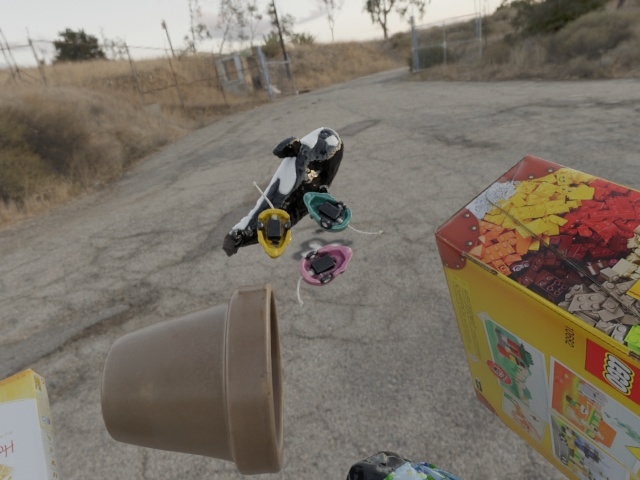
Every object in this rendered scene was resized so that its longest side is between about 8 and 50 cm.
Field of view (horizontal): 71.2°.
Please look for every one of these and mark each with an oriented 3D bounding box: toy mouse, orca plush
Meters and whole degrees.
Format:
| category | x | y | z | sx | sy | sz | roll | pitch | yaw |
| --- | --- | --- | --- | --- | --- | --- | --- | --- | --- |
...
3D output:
| category | x | y | z | sx | sy | sz | roll | pitch | yaw |
| --- | --- | --- | --- | --- | --- | --- | --- | --- | --- |
| toy mouse | 0.000 | 0.000 | 0.514 | 0.142 | 0.031 | 0.161 | -5 | 60 | -9 |
| orca plush | -0.032 | -0.075 | 0.718 | 0.102 | 0.151 | 0.287 | 25 | 48 | 26 |

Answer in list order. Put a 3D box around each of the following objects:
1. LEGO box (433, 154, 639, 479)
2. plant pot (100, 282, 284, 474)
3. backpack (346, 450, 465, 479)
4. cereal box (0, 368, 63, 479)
| category | x | y | z | sx | sy | sz | roll | pitch | yaw |
| --- | --- | --- | --- | --- | --- | --- | --- | --- | --- |
| LEGO box | 0.399 | 0.177 | 0.636 | 0.193 | 0.500 | 0.372 | -38 | 42 | -12 |
| plant pot | -0.174 | 0.198 | 0.646 | 0.229 | 0.263 | 0.263 | -3 | 18 | -3 |
| backpack | 0.217 | 0.500 | 0.629 | 0.273 | 0.291 | 0.355 | -7 | 11 | -31 |
| cereal box | -0.418 | 0.304 | 0.547 | 0.172 | 0.047 | 0.240 | -24 | 57 | -17 |
